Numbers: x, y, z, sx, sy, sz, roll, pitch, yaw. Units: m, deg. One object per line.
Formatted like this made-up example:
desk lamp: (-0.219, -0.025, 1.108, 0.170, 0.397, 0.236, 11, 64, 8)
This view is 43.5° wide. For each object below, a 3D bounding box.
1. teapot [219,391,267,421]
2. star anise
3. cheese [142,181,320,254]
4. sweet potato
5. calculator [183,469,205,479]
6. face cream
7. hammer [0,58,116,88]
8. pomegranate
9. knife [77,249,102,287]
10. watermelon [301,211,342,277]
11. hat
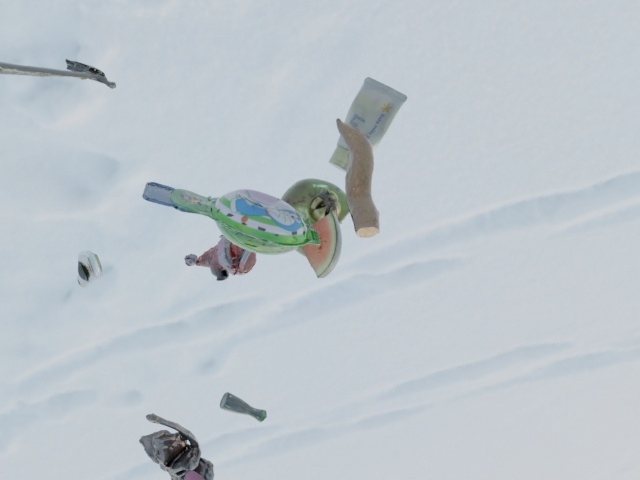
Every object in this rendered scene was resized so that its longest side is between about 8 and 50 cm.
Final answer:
teapot: (-0.181, 0.397, 1.895, 0.110, 0.043, 0.043, 28, 130, -18)
star anise: (-0.283, 0.435, 1.610, 0.089, 0.209, 0.231, -41, 153, -35)
cheese: (-0.153, -0.047, 1.415, 0.320, 0.204, 0.083, 17, 108, -13)
sweet potato: (0.079, -0.134, 1.604, 0.059, 0.281, 0.067, 20, 144, -37)
calculator: (-0.164, 0.445, 1.236, 0.034, 0.126, 0.191, -30, 141, -41)
face cream: (0.100, -0.264, 1.868, 0.224, 0.114, 0.070, -61, 165, 1)
hammer: (-0.556, -0.349, 1.663, 0.297, 0.125, 0.027, -20, 135, -63)
pomegranate: (-0.029, -0.066, 1.978, 0.159, 0.241, 0.190, 41, 102, -3)
knife: (-0.436, 0.053, 1.485, 0.027, 0.061, 0.343, -26, -177, -22)
watermelon: (0.000, 0.000, 1.635, 0.094, 0.125, 0.136, 14, 112, 7)
hat: (-0.277, 0.051, 2.156, 0.227, 0.140, 0.129, -12, 145, 32)
